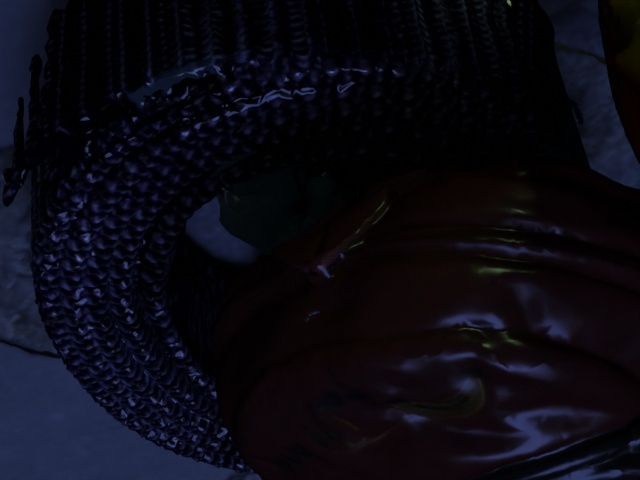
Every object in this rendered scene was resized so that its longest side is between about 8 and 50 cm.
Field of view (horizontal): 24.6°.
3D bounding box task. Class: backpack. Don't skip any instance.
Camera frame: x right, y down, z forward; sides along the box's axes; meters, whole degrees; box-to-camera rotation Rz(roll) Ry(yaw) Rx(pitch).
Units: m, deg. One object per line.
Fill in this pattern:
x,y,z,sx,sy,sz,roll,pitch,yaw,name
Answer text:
0.063,0.046,0.576,0.229,0.139,0.229,-5,154,-2,backpack

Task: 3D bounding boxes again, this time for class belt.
0.000,0.000,0.695,0.260,0.122,0.325,-14,140,5,belt

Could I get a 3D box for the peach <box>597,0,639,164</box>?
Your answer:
0.223,-0.097,0.507,0.338,0.281,0.281,-21,154,-51,peach
